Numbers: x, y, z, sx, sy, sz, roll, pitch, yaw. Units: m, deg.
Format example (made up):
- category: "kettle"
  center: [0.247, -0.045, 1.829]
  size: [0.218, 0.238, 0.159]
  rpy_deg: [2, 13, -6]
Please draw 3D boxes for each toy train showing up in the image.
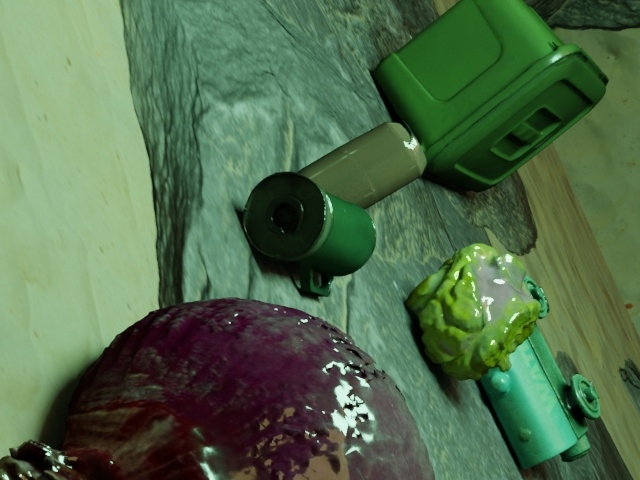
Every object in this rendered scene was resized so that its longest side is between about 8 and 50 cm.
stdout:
- category: "toy train"
  center: [0.227, 0.147, 2.048]
  size: [0.248, 0.101, 0.159]
  rpy_deg: [63, 28, 3]

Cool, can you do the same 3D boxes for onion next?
- category: "onion"
  center: [-0.033, 0.138, 1.018]
  size: [0.267, 0.159, 0.348]
  rpy_deg: [64, 13, 15]

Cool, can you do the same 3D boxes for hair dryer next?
- category: "hair dryer"
  center: [0.033, -0.065, 1.747]
  size: [0.064, 0.117, 0.181]
  rpy_deg: [61, -5, -4]

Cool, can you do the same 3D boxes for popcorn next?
- category: "popcorn"
  center: [0.160, 0.076, 1.872]
  size: [0.125, 0.126, 0.145]
  rpy_deg: [29, 62, -41]

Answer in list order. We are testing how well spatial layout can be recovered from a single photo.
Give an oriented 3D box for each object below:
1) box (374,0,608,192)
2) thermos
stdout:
- category: "box"
  center: [0.219, -0.203, 2.359]
  size: [0.178, 0.252, 0.328]
  rpy_deg: [53, 11, 15]
- category: "thermos"
  center: [0.002, -0.004, 1.554]
  size: [0.083, 0.073, 0.187]
  rpy_deg: [66, 14, 15]
